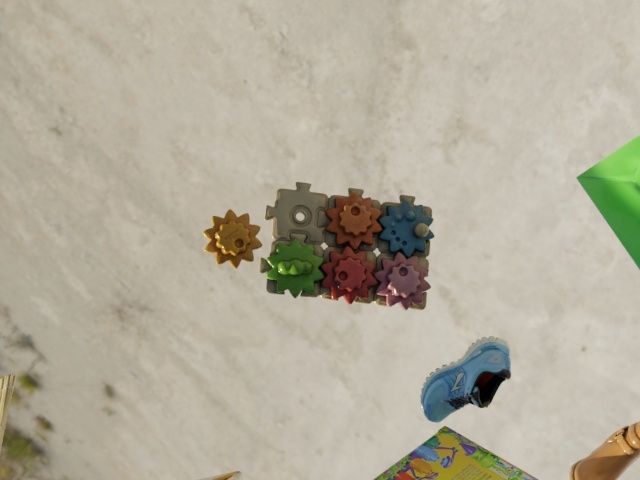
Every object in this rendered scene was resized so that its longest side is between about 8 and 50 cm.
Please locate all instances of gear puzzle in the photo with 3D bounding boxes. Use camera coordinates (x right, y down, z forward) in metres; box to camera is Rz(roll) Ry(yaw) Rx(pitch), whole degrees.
[{"bbox_3d":[0.000,0.000,1.278,0.339,0.175,0.044,7,169,-6],"label":"gear puzzle"}]

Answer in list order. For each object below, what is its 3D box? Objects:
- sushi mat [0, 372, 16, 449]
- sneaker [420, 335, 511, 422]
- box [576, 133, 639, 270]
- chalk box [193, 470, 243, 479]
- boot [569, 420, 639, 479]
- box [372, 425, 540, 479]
[{"bbox_3d":[-0.504,0.344,1.226,0.152,0.316,0.019,-22,136,19],"label":"sushi mat"},{"bbox_3d":[0.195,0.200,1.191,0.063,0.073,0.162,24,124,-26],"label":"sneaker"},{"bbox_3d":[0.500,0.017,1.207,0.127,0.261,0.231,-35,139,16],"label":"box"},{"bbox_3d":[-0.166,0.465,1.127,0.179,0.180,0.288,94,166,-83],"label":"chalk box"},{"bbox_3d":[0.521,0.375,1.539,0.073,0.197,0.152,47,126,8],"label":"boot"},{"bbox_3d":[0.158,0.409,1.024,0.279,0.290,0.176,24,130,43],"label":"box"}]
